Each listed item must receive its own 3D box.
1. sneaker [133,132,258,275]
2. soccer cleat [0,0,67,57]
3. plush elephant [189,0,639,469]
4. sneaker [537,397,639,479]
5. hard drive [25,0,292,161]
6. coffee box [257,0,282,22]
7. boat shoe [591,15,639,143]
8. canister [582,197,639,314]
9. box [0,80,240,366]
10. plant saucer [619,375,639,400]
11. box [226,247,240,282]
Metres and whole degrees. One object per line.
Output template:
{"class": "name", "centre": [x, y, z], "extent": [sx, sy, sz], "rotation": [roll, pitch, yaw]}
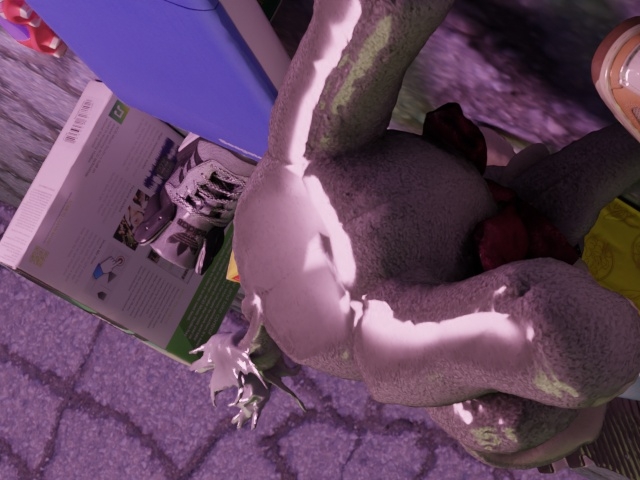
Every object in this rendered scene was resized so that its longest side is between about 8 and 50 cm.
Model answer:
{"class": "sneaker", "centre": [-0.109, -0.044, 1.160], "extent": [0.101, 0.153, 0.268], "rotation": [29, 169, -14]}
{"class": "soccer cleat", "centre": [-0.243, -0.213, 0.894], "extent": [0.095, 0.083, 0.248], "rotation": [32, 172, 0]}
{"class": "plush elephant", "centre": [0.094, -0.002, 0.693], "extent": [0.330, 0.255, 0.272], "rotation": [-48, 63, 47]}
{"class": "sneaker", "centre": [0.365, 0.206, 1.354], "extent": [0.330, 0.146, 0.122], "rotation": [-7, 103, 58]}
{"class": "hard drive", "centre": [-0.112, -0.141, 0.778], "extent": [0.210, 0.040, 0.319], "rotation": [24, 170, 19]}
{"class": "coffee box", "centre": [-0.123, -0.199, 0.756], "extent": [0.184, 0.040, 0.113], "rotation": [33, 169, -29]}
{"class": "boat shoe", "centre": [0.215, -0.037, 0.583], "extent": [0.190, 0.068, 0.072], "rotation": [32, -168, -27]}
{"class": "canister", "centre": [0.184, 0.006, 0.908], "extent": [0.126, 0.073, 0.170], "rotation": [30, 171, -10]}
{"class": "box", "centre": [-0.206, -0.008, 1.355], "extent": [0.058, 0.232, 0.322], "rotation": [17, 165, 43]}
{"class": "plant saucer", "centre": [0.256, 0.127, 1.146], "extent": [0.317, 0.044, 0.317], "rotation": [10, 176, 1]}
{"class": "box", "centre": [0.000, 0.000, 1.045], "extent": [0.087, 0.058, 0.232], "rotation": [21, 159, -24]}
